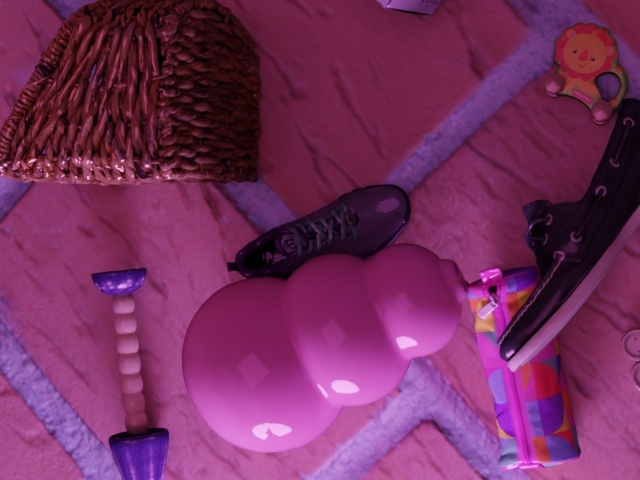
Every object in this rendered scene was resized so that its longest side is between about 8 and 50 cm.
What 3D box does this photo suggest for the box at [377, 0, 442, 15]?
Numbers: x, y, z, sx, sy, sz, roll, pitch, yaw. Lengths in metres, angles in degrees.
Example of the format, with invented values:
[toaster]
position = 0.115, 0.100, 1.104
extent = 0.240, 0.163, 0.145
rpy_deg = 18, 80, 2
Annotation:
[box]
position = 0.077, -0.420, 1.273
extent = 0.262, 0.127, 0.231
rpy_deg = 46, 117, 19

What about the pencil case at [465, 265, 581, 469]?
[pencil case]
position = 0.226, 0.142, 1.305
extent = 0.104, 0.104, 0.236
rpy_deg = -13, 89, 17

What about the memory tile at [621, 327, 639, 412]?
[memory tile]
position = 0.409, 0.162, 1.294
extent = 0.113, 0.012, 0.148
rpy_deg = -15, 87, 17

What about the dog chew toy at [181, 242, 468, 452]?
[dog chew toy]
position = 0.010, 0.108, 1.316
extent = 0.332, 0.206, 0.206
rpy_deg = -26, 85, 14

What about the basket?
[basket]
position = -0.216, -0.170, 1.322
extent = 0.223, 0.299, 0.213
rpy_deg = 1, 92, 17

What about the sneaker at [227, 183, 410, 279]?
[sneaker]
position = 0.000, 0.000, 1.368
extent = 0.224, 0.098, 0.083
rpy_deg = -25, 85, 17

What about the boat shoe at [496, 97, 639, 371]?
[boat shoe]
position = 0.274, -0.017, 1.232
extent = 0.113, 0.127, 0.340
rpy_deg = 38, 83, 10

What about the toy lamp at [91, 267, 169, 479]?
[toy lamp]
position = -0.239, 0.174, 1.461
extent = 0.080, 0.080, 0.274
rpy_deg = -6, 91, 17

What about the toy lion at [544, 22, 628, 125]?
[toy lion]
position = 0.305, -0.194, 1.304
extent = 0.100, 0.034, 0.096
rpy_deg = 34, 94, 13
